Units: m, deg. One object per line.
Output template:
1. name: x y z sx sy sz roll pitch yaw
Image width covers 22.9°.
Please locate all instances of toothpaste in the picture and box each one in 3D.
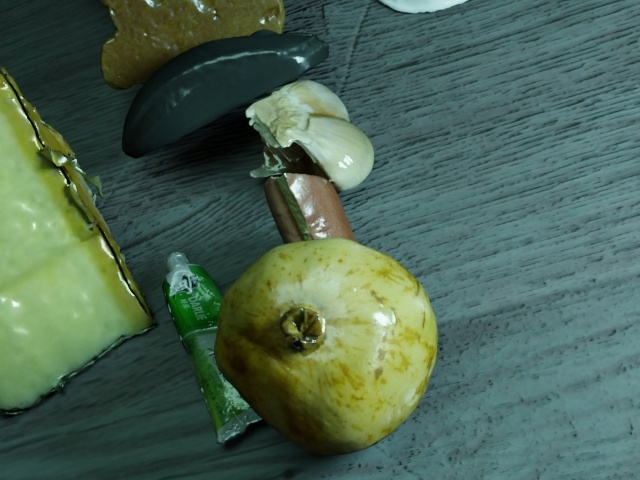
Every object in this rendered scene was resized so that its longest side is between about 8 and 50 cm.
1. toothpaste: -0.116 0.105 1.678 0.078 0.047 0.248 -30 52 3

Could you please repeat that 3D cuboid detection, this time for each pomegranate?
1. pomegranate: 0.003 0.102 1.516 0.215 0.215 0.215 -11 53 15

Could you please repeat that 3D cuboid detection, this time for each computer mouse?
1. computer mouse: -0.122 -0.188 1.825 0.270 0.086 0.137 -26 9 7

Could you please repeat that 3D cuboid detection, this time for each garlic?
1. garlic: -0.012 -0.112 1.767 0.124 0.099 0.174 -25 52 -23

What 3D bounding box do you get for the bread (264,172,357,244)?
1. bread: 0.001 0.000 1.658 0.067 0.192 0.119 -20 18 9

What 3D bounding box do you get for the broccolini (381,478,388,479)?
1. broccolini: 0.094 0.321 1.434 0.051 0.054 0.239 -52 46 29

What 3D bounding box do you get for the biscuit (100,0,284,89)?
1. biscuit: -0.145 -0.283 1.883 0.290 0.208 0.041 -37 19 7

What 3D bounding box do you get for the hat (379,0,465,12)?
1. hat: 0.121 -0.382 1.878 0.203 0.126 0.203 -9 57 15

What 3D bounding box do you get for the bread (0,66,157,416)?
1. bread: -0.344 -0.006 1.695 0.248 0.315 0.279 -34 60 -2
